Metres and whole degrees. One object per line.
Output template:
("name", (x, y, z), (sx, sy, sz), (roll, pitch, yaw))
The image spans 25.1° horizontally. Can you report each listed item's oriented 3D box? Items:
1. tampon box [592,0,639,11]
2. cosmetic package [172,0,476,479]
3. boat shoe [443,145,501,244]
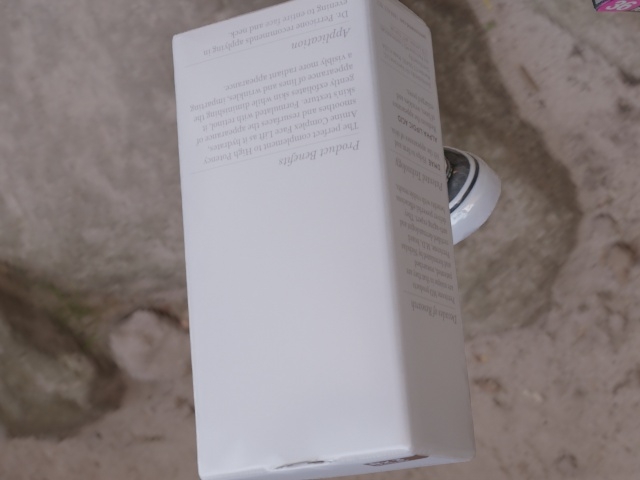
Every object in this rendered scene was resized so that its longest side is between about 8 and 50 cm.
("tampon box", (0.170, -0.146, 0.452), (0.161, 0.120, 0.101), (-23, 76, 53))
("cosmetic package", (0.000, 0.000, 0.713), (0.117, 0.085, 0.231), (-11, 76, 27))
("boat shoe", (0.013, -0.059, 1.336), (0.335, 0.121, 0.119), (4, 145, 47))
